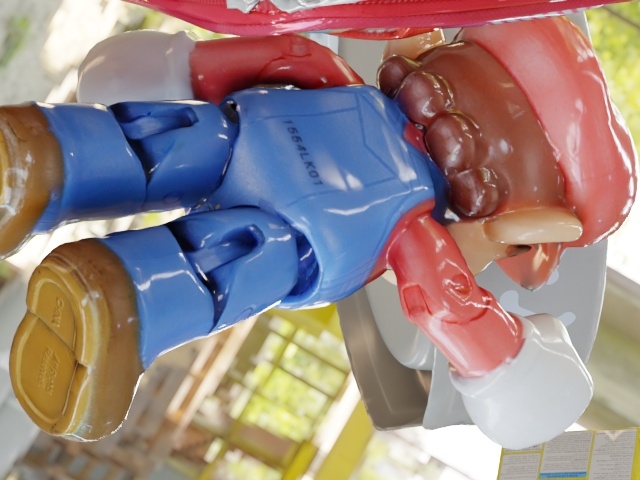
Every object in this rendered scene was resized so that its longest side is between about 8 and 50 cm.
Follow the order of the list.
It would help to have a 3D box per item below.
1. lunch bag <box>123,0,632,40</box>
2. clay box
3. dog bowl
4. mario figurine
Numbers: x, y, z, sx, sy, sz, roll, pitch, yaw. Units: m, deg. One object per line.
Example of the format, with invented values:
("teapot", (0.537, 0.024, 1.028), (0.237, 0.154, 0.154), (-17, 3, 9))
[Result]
("lunch bag", (-0.005, -0.145, 0.653), (0.293, 0.258, 0.120), (24, -59, 57))
("clay box", (0.193, 0.260, 1.441), (0.127, 0.053, 0.222), (-7, -122, 33))
("dog bowl", (0.072, -0.053, 1.061), (0.349, 0.102, 0.349), (173, -90, -81))
("mario figurine", (0.000, 0.000, 0.782), (0.170, 0.320, 0.198), (2, -78, 55))
